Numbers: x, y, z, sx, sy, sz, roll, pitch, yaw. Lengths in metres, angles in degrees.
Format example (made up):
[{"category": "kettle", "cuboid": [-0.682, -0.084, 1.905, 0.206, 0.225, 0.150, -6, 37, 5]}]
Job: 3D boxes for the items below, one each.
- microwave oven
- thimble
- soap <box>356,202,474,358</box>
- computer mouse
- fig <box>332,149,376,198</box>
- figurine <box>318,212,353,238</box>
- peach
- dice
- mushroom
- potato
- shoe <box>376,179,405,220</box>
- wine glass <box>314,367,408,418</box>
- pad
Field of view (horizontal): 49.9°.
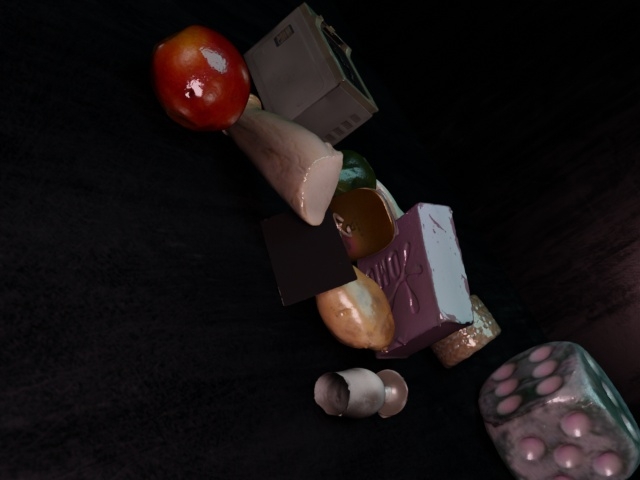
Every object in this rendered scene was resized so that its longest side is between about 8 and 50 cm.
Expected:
[{"category": "microwave oven", "cuboid": [-0.029, -0.460, 2.024, 0.218, 0.286, 0.354, 27, 32, -50]}, {"category": "thimble", "cuboid": [0.397, 0.253, 1.944, 0.148, 0.196, 0.229, 57, 23, 11]}, {"category": "soap", "cuboid": [0.211, 0.103, 1.584, 0.107, 0.296, 0.285, 2, 64, -27]}, {"category": "computer mouse", "cuboid": [0.068, -0.032, 1.639, 0.072, 0.310, 0.158, -22, 92, -30]}, {"category": "fig", "cuboid": [0.052, -0.150, 1.854, 0.195, 0.195, 0.245, 58, 13, 10]}, {"category": "figurine", "cuboid": [0.000, 0.000, 1.566, 0.132, 0.154, 0.132, 44, 23, -24]}, {"category": "peach", "cuboid": [-0.259, -0.344, 1.493, 0.243, 0.200, 0.243, 43, 33, -37]}, {"category": "dice", "cuboid": [0.674, 0.507, 1.953, 0.348, 0.330, 0.328, 49, 21, -7]}, {"category": "mushroom", "cuboid": [-0.095, -0.212, 1.569, 0.138, 0.154, 0.407, -3, 41, -46]}, {"category": "potato", "cuboid": [0.066, 0.148, 1.511, 0.235, 0.128, 0.161, 40, 48, -16]}, {"category": "shoe", "cuboid": [0.202, -0.079, 2.144, 0.363, 0.132, 0.160, 55, 22, -8]}, {"category": "wine glass", "cuboid": [0.080, 0.301, 1.355, 0.222, 0.103, 0.103, 18, 41, -53]}, {"category": "pad", "cuboid": [-0.031, 0.019, 1.482, 0.004, 0.164, 0.243, 69, 1, -52]}]
